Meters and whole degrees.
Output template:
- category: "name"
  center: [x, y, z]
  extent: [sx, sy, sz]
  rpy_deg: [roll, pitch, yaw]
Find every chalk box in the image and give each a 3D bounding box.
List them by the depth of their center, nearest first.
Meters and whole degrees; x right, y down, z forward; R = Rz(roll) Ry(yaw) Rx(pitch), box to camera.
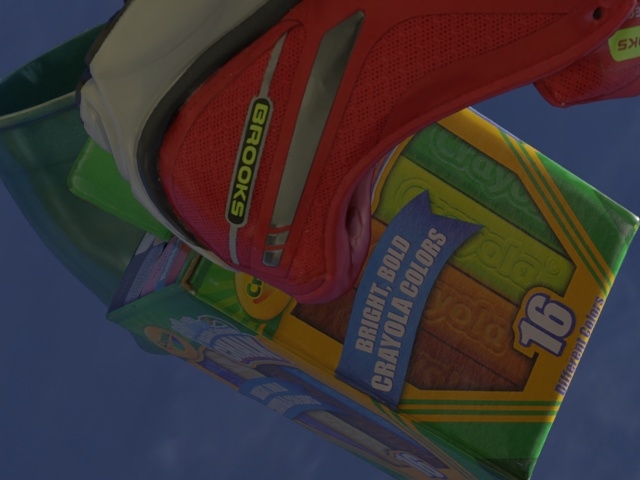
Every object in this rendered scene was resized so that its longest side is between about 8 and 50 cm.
- category: "chalk box"
  center: [0.000, 0.000, 0.658]
  extent: [0.213, 0.132, 0.132]
  rpy_deg: [30, -107, -15]

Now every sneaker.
- category: "sneaker"
  center: [0.061, -0.096, 0.413]
  extent: [0.118, 0.107, 0.279]
  rpy_deg: [44, -75, -2]

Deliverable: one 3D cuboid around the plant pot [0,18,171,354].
- category: "plant pot"
  center: [-0.129, -0.052, 1.312]
  extent: [0.271, 0.272, 0.255]
  rpy_deg: [-21, -71, 8]
